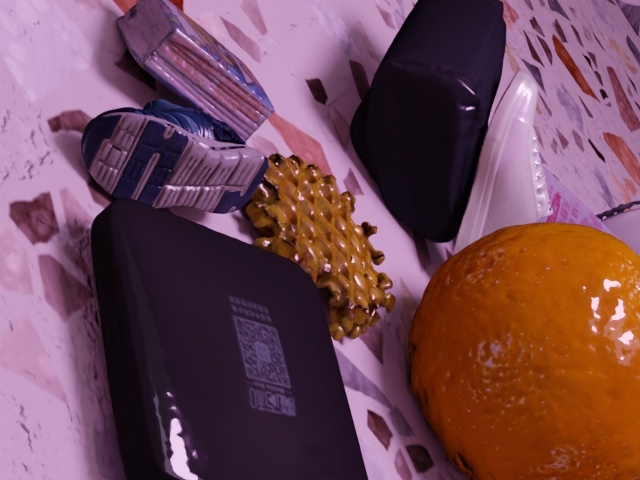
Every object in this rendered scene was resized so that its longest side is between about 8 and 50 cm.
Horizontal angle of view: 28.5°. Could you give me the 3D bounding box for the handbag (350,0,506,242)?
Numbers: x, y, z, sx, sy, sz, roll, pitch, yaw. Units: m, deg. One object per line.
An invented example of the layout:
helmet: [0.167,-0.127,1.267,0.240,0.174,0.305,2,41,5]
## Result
handbag: [0.142,-0.170,1.701,0.177,0.275,0.302,14,34,8]

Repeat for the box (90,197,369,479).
box: [-0.078,0.118,1.132,0.290,0.073,0.289,22,45,-49]

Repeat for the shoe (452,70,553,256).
shoe: [0.251,-0.076,1.601,0.110,0.265,0.095,20,16,10]

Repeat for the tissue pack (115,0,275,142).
tissue pack: [-0.130,-0.183,1.317,0.155,0.065,0.115,35,14,-37]

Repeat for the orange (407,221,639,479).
orange: [0.276,0.139,1.454,0.340,0.293,0.341,38,34,-32]

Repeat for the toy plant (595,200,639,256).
toy plant: [0.565,0.120,2.057,0.247,0.247,0.332,25,50,-47]

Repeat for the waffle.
waffle: [0.000,0.000,1.402,0.229,0.051,0.231,60,27,8]

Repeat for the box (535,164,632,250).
box: [0.352,0.051,1.807,0.369,0.112,0.190,36,62,-38]

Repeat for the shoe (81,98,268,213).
shoe: [-0.149,-0.088,1.220,0.207,0.091,0.106,8,30,-50]
